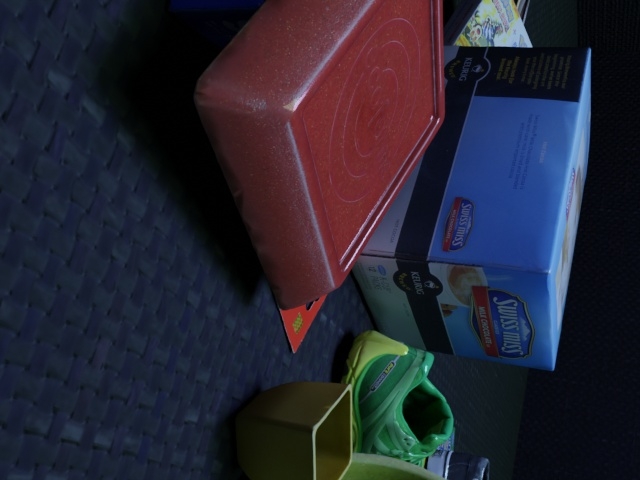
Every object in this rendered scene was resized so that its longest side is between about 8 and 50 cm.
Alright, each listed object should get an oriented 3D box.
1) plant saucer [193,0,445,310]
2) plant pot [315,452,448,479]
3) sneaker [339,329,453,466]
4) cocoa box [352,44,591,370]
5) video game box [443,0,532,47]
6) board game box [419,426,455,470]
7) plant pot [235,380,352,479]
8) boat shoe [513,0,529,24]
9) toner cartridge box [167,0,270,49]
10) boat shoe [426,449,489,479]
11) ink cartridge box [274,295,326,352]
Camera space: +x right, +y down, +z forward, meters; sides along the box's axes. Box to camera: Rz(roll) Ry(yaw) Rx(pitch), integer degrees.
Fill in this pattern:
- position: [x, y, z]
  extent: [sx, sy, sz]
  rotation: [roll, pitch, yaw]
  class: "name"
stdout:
- position: [0.030, -0.100, 0.538]
  extent: [0.259, 0.047, 0.258]
  rotation: [-57, 154, -26]
  class: "plant saucer"
- position: [0.023, 0.372, 0.602]
  extent: [0.276, 0.276, 0.254]
  rotation: [-48, 151, -53]
  class: "plant pot"
- position: [0.095, 0.242, 0.857]
  extent: [0.109, 0.123, 0.296]
  rotation: [-57, 146, -47]
  class: "sneaker"
- position: [0.208, -0.050, 0.907]
  extent: [0.231, 0.227, 0.347]
  rotation: [66, 38, -50]
  class: "cocoa box"
- position: [0.254, -0.263, 1.074]
  extent: [0.205, 0.048, 0.187]
  rotation: [51, 59, -37]
  class: "video game box"
- position: [0.161, 0.458, 1.130]
  extent: [0.213, 0.046, 0.317]
  rotation: [29, 64, -65]
  class: "board game box"
- position: [-0.026, 0.168, 0.605]
  extent: [0.081, 0.083, 0.081]
  rotation: [-35, 128, -61]
  class: "plant pot"
- position: [0.294, -0.277, 1.211]
  extent: [0.116, 0.096, 0.325]
  rotation: [8, 89, -67]
  class: "boat shoe"
- position: [0.011, -0.202, 0.602]
  extent: [0.348, 0.075, 0.165]
  rotation: [18, 81, -66]
  class: "toner cartridge box"
- position: [0.214, 0.470, 1.061]
  extent: [0.113, 0.104, 0.306]
  rotation: [13, 79, -66]
  class: "boat shoe"
- position: [0.000, 0.000, 0.674]
  extent: [0.145, 0.045, 0.179]
  rotation: [-59, 144, -43]
  class: "ink cartridge box"
